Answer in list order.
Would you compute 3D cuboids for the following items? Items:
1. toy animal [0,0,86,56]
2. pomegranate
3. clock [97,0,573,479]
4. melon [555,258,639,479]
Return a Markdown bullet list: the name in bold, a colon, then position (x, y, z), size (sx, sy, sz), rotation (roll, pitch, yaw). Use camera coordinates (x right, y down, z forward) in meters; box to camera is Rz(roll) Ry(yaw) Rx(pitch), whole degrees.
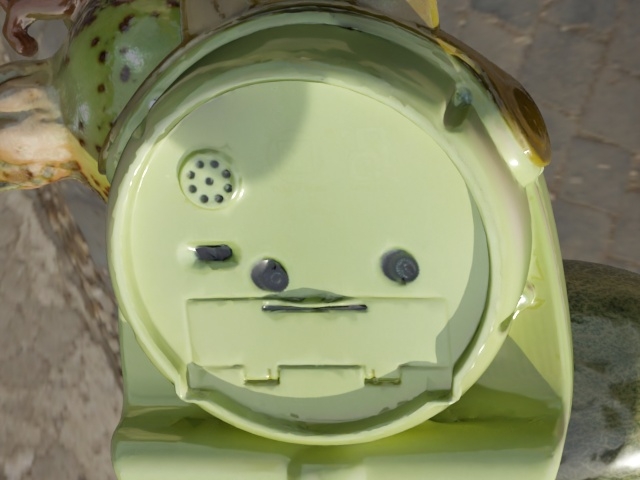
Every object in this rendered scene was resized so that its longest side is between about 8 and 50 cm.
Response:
- **toy animal**: position (-0.183, -0.190, 1.593), size (0.157, 0.097, 0.312), rotation (-43, 88, 14)
- **pomegranate**: position (-0.141, -0.112, 1.289), size (0.276, 0.222, 0.204), rotation (11, 57, 11)
- **clock**: position (0.000, 0.000, 1.023), size (0.286, 0.117, 0.348), rotation (-1, 110, 13)
- **melon**: position (0.238, 0.140, 1.634), size (0.329, 0.248, 0.249), rotation (1, 93, 8)
